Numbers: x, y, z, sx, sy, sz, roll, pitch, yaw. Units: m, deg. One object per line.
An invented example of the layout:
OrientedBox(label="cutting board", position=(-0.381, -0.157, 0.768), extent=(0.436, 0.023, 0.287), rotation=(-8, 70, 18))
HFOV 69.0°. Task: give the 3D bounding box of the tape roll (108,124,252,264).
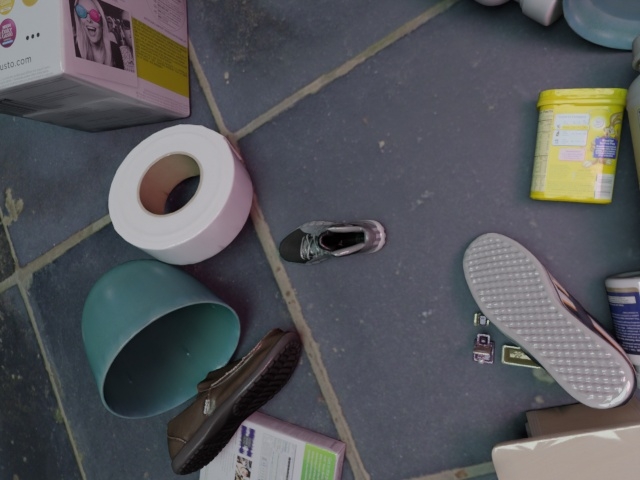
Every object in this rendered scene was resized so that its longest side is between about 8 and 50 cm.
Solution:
OrientedBox(label="tape roll", position=(-0.289, -0.098, 0.971), extent=(0.285, 0.100, 0.287), rotation=(-6, 66, 14))

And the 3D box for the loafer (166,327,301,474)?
OrientedBox(label="loafer", position=(-0.194, 0.306, 0.957), extent=(0.366, 0.134, 0.130), rotation=(-46, 61, -2))

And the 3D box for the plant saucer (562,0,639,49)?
OrientedBox(label="plant saucer", position=(0.477, -0.345, 0.573), extent=(0.317, 0.317, 0.044), rotation=(1, 80, 23))

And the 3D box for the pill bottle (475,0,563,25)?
OrientedBox(label="pill bottle", position=(0.251, -0.502, 0.715), extent=(0.363, 0.210, 0.210), rotation=(41, 107, 17))

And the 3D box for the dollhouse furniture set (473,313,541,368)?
OrientedBox(label="dollhouse furniture set", position=(0.315, 0.179, 0.786), extent=(0.114, 0.081, 0.091), rotation=(4, 94, 23))

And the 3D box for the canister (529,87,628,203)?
OrientedBox(label="canister", position=(0.404, -0.146, 0.738), extent=(0.126, 0.073, 0.170), rotation=(7, 96, 23))

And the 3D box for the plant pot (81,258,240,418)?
OrientedBox(label="plant pot", position=(-0.356, 0.177, 0.978), extent=(0.235, 0.292, 0.293), rotation=(39, 107, 33))

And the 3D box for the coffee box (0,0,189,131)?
OrientedBox(label="coffee box", position=(-0.517, -0.441, 0.982), extent=(0.337, 0.338, 0.335), rotation=(-1, 91, 23))

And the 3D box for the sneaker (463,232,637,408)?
OrientedBox(label="sneaker", position=(0.356, 0.127, 0.751), extent=(0.126, 0.127, 0.321), rotation=(-44, 49, 18))

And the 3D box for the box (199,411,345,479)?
OrientedBox(label="box", position=(-0.114, 0.504, 1.004), extent=(0.321, 0.058, 0.233), rotation=(11, 97, 24))

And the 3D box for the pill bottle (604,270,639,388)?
OrientedBox(label="pill bottle", position=(0.496, 0.133, 0.699), extent=(0.094, 0.094, 0.170), rotation=(-11, 88, 24))

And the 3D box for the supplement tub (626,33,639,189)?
OrientedBox(label="supplement tub", position=(0.538, -0.127, 0.591), extent=(0.235, 0.235, 0.325), rotation=(-9, 89, 24))

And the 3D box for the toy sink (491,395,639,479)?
OrientedBox(label="toy sink", position=(0.404, 0.353, 0.730), extent=(0.234, 0.131, 0.153), rotation=(-19, 85, 18))

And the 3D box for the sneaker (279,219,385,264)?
OrientedBox(label="sneaker", position=(0.000, 0.000, 0.888), extent=(0.228, 0.132, 0.086), rotation=(-11, 88, 23))
